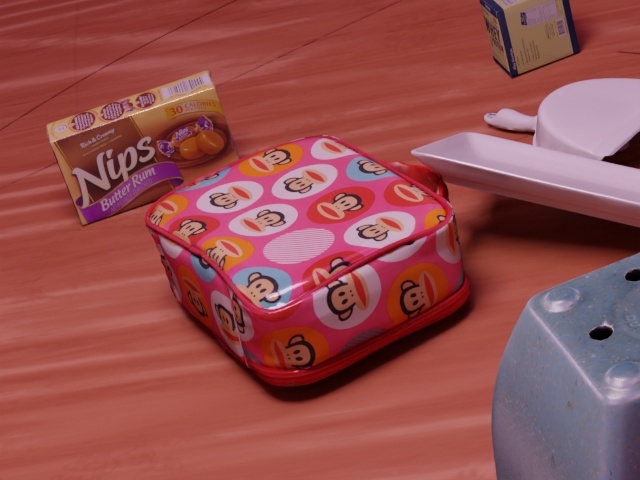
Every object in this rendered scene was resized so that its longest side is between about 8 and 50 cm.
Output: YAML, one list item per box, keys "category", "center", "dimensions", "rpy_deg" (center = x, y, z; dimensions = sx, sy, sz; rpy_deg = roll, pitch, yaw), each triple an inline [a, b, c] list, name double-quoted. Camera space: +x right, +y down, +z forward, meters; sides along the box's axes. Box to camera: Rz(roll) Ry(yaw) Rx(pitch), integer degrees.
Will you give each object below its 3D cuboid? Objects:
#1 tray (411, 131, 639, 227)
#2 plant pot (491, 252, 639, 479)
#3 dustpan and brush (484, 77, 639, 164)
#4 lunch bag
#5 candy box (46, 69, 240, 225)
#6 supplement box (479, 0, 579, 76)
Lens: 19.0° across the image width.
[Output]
- category: "tray"
  center: [0.229, -0.052, 1.755]
  dimensions: [0.270, 0.030, 0.145]
  rpy_deg: [14, 17, 23]
- category: "plant pot"
  center: [0.253, 0.142, 1.277]
  dimensions: [0.247, 0.252, 0.248]
  rpy_deg: [-21, 30, -7]
- category: "dustpan and brush"
  center: [0.247, -0.121, 1.929]
  dimensions: [0.211, 0.060, 0.147]
  rpy_deg: [21, 45, 38]
- category: "lunch bag"
  center: [0.000, 0.000, 1.781]
  dimensions: [0.258, 0.120, 0.293]
  rpy_deg: [-27, 30, -17]
- category: "candy box"
  center: [-0.189, -0.100, 2.060]
  dimensions: [0.187, 0.109, 0.053]
  rpy_deg: [-19, 30, -4]
- category: "supplement box"
  center: [0.228, -0.237, 2.092]
  dimensions: [0.083, 0.083, 0.056]
  rpy_deg: [-21, 29, -7]
